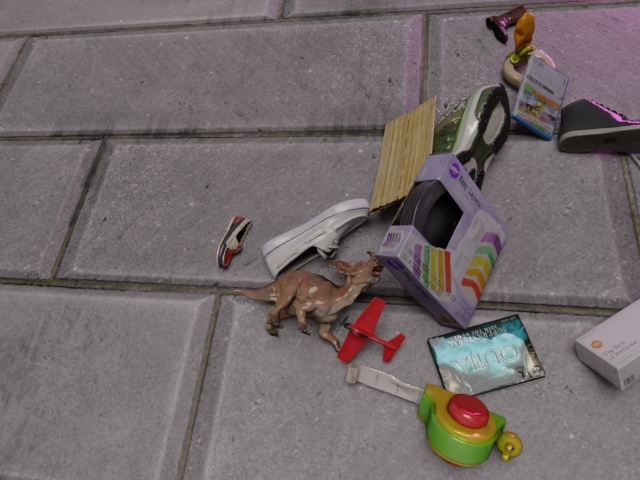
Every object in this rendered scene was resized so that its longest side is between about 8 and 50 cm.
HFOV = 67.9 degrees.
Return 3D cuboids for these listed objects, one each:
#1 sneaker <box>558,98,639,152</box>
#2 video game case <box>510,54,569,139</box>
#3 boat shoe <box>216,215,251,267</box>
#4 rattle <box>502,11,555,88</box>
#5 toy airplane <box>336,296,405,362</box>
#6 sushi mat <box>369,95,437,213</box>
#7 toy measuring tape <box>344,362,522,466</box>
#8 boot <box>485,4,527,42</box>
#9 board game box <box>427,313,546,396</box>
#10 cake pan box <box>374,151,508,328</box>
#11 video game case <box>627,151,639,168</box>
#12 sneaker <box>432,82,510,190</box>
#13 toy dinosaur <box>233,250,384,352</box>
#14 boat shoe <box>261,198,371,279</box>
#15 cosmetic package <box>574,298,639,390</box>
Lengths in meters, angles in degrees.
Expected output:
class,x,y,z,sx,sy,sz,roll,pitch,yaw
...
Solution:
class,x,y,z,sx,sy,sz,roll,pitch,yaw
sneaker,0.658,-0.268,1.066,0.221,0.083,0.118,3,63,20
video game case,0.518,-0.336,1.120,0.119,0.015,0.167,24,79,-17
boat shoe,-0.202,0.004,1.108,0.043,0.049,0.137,11,61,12
rattle,0.529,-0.425,1.151,0.130,0.143,0.200,6,57,-8
toy airplane,0.099,0.190,0.925,0.151,0.151,0.028,-24,24,-3
sushi mat,0.192,-0.198,1.076,0.151,0.019,0.317,-22,39,37
toy measuring tape,0.186,0.310,0.840,0.329,0.121,0.122,17,67,17
boot,0.525,-0.591,1.293,0.114,0.037,0.107,-18,64,-5
board game box,0.315,0.226,0.915,0.186,0.026,0.126,-16,61,1
cake pan box,0.242,0.001,0.921,0.070,0.267,0.246,1,54,51
video game case,0.742,-0.197,1.065,0.087,0.011,0.122,-18,62,0
sneaker,0.279,-0.179,1.095,0.182,0.158,0.410,15,65,50
toy dinosaur,-0.018,0.105,0.983,0.295,0.127,0.201,9,66,19
boat shoe,0.000,0.000,1.048,0.267,0.096,0.088,-25,66,-2
cosmetic package,0.594,0.161,0.857,0.238,0.061,0.099,-30,24,-6
